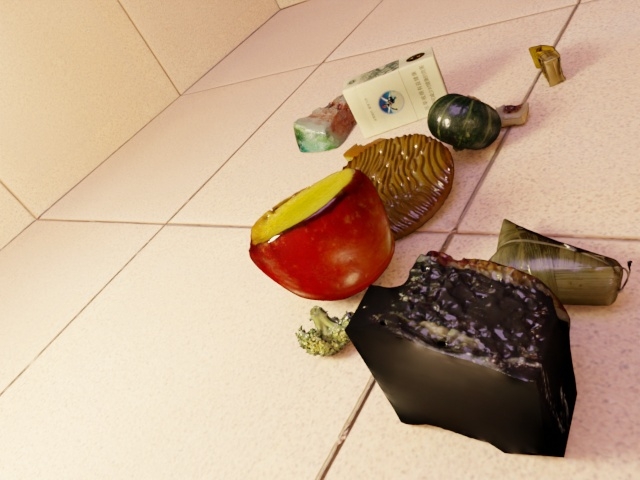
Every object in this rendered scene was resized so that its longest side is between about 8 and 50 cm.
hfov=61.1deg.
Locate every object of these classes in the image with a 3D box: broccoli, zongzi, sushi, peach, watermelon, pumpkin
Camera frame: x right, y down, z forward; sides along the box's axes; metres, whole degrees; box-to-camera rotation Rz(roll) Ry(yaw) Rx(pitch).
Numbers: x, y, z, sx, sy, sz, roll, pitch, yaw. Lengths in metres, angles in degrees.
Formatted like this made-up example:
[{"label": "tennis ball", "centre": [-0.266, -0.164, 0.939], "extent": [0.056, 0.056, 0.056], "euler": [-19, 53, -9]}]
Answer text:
[{"label": "broccoli", "centre": [0.013, 0.159, 0.964], "extent": [0.095, 0.091, 0.097], "euler": [-36, 12, -32]}, {"label": "zongzi", "centre": [0.378, 0.022, 0.863], "extent": [0.205, 0.094, 0.204], "euler": [-4, 33, 30]}, {"label": "sushi", "centre": [0.204, 0.130, 0.732], "extent": [0.227, 0.215, 0.212], "euler": [-2, 42, 38]}, {"label": "peach", "centre": [0.000, 0.000, 1.053], "extent": [0.275, 0.245, 0.248], "euler": [-22, -7, 5]}, {"label": "watermelon", "centre": [0.042, -0.371, 1.672], "extent": [0.154, 0.094, 0.241], "euler": [14, 50, 38]}, {"label": "pumpkin", "centre": [0.326, -0.268, 1.237], "extent": [0.125, 0.167, 0.167], "euler": [-59, 31, 12]}]

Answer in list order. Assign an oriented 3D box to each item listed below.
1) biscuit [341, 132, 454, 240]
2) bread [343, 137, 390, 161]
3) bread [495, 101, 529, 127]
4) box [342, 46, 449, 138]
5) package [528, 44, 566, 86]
[{"label": "biscuit", "centre": [0.149, -0.124, 1.230], "extent": [0.318, 0.040, 0.317], "euler": [-20, 45, 21]}, {"label": "bread", "centre": [0.162, -0.221, 1.392], "extent": [0.088, 0.049, 0.226], "euler": [-46, 36, -19]}, {"label": "bread", "centre": [0.446, -0.294, 1.279], "extent": [0.083, 0.035, 0.070], "euler": [3, 46, 37]}, {"label": "box", "centre": [0.210, -0.400, 1.489], "extent": [0.257, 0.164, 0.069], "euler": [-16, 38, 21]}, {"label": "package", "centre": [0.566, -0.442, 1.349], "extent": [0.047, 0.071, 0.131], "euler": [-24, 31, 20]}]
